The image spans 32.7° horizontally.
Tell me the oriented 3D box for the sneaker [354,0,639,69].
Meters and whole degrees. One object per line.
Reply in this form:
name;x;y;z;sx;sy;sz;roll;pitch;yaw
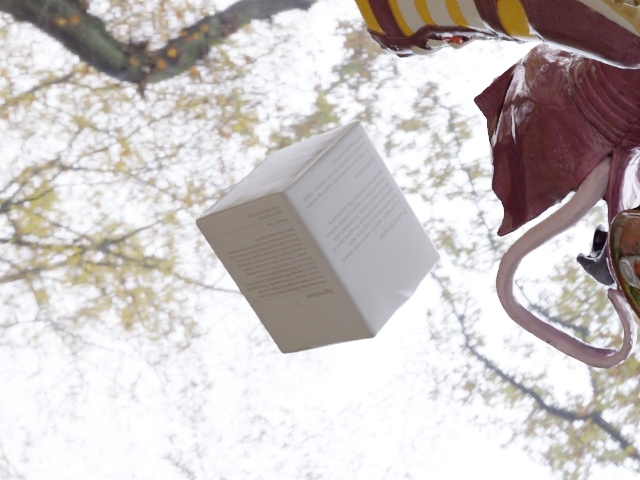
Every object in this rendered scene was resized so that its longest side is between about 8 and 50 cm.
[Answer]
sneaker;0.067;-0.104;0.449;0.185;0.069;0.084;44;-46;34

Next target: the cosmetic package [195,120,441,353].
cosmetic package;0.000;0.000;1.163;0.151;0.151;0.184;-15;-68;46

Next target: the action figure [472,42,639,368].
action figure;0.222;-0.115;0.808;0.248;0.276;0.370;25;-27;2

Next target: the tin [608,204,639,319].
tin;0.264;0.025;0.747;0.189;0.040;0.106;-164;-123;-73
